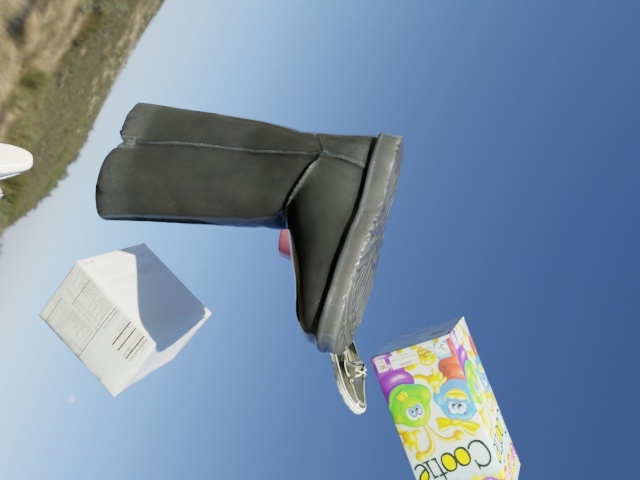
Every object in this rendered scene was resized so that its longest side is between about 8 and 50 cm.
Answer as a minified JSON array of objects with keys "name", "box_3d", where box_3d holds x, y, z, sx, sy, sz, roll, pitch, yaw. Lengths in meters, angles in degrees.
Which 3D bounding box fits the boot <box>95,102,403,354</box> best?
[{"name":"boot","box_3d":[-0.133,-0.040,0.865,0.146,0.444,0.367,87,18,-48]}]

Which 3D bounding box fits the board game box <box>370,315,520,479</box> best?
[{"name":"board game box","box_3d":[0.212,0.290,1.000,0.144,0.142,0.276,-22,-93,23]}]

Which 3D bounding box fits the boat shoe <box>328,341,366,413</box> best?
[{"name":"boat shoe","box_3d":[0.081,0.346,1.583,0.070,0.077,0.220,-32,-113,29]}]

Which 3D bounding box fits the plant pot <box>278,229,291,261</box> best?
[{"name":"plant pot","box_3d":[0.000,0.000,1.487,0.201,0.180,0.202,13,90,-79]}]

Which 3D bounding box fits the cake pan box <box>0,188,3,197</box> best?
[{"name":"cake pan box","box_3d":[-0.769,-0.111,1.159,0.266,0.246,0.070,-36,169,20]}]

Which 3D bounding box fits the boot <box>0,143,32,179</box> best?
[{"name":"boot","box_3d":[-0.555,-0.099,0.935,0.069,0.189,0.086,56,-41,38]}]

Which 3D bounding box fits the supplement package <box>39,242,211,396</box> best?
[{"name":"supplement package","box_3d":[-0.358,0.139,1.115,0.149,0.203,0.194,-49,172,20]}]
